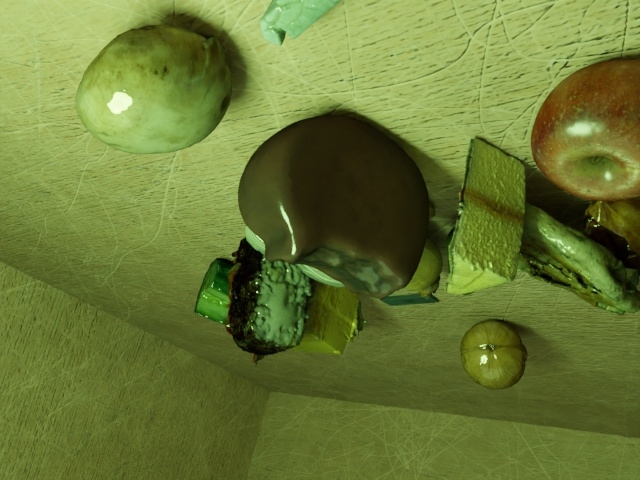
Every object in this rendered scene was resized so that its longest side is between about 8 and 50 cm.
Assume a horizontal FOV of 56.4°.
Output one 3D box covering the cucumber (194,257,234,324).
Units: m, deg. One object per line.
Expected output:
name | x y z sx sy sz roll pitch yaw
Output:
cucumber | -0.293 0.146 1.837 0.130 0.191 0.191 20 156 -15

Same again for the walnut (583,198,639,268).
walnut | 0.533 -0.018 1.057 0.116 0.115 0.207 -8 147 42

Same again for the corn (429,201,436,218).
corn | 0.215 -0.072 1.226 0.027 0.028 0.083 -16 140 23

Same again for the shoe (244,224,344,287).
shoe | 0.000 0.000 1.377 0.342 0.132 0.210 23 158 -8

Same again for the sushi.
sushi | -0.132 0.144 1.521 0.197 0.343 0.182 17 157 -30

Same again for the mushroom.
mushroom | -0.256 -0.239 0.945 0.255 0.184 0.254 -21 153 -12

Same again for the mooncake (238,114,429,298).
mooncake | 0.033 -0.049 1.044 0.326 0.333 0.174 -18 179 -36

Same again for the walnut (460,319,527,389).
walnut | 0.504 0.332 1.733 0.196 0.195 0.222 0 157 31

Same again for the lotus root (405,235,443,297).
lotus root | 0.177 0.025 1.332 0.303 0.130 0.146 37 171 -38

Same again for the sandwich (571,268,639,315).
sandwich | 0.622 0.082 1.335 0.079 0.113 0.163 19 -169 -10

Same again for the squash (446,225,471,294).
squash | 0.326 0.041 1.340 0.082 0.082 0.292 6 153 19

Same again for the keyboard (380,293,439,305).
keyboard | 0.259 0.175 1.752 0.176 0.014 0.055 -11 146 44

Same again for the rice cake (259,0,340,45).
rice cake | 0.028 -0.335 0.713 0.063 0.066 0.336 36 149 -21

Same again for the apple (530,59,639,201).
apple | 0.393 -0.149 0.801 0.201 0.162 0.201 21 152 12

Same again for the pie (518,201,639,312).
pie | 0.454 0.039 1.130 0.339 0.077 0.339 34 180 0

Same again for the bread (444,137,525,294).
bread | 0.245 -0.029 1.035 0.136 0.240 0.178 23 154 -17

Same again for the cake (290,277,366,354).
cake | -0.023 0.203 1.731 0.228 0.222 0.286 -3 151 39
